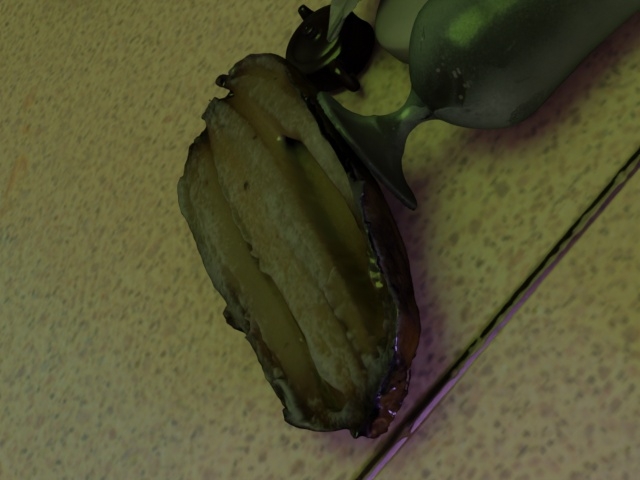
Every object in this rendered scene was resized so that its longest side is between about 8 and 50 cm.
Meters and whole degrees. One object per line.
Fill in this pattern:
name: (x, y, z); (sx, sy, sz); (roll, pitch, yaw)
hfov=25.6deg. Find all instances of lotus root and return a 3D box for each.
lotus root: (0.001, 0.001, 0.956); (0.167, 0.078, 0.329); (-59, 38, 29)

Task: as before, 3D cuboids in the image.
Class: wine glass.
wine glass: (0.116, -0.130, 0.911); (0.231, 0.103, 0.103); (-40, 43, 11)

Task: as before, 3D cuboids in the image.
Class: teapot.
teapot: (0.005, -0.147, 1.067); (0.068, 0.045, 0.100); (-42, 42, 15)

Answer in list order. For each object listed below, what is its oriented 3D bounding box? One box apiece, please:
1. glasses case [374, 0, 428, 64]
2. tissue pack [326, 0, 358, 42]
glasses case: (0.112, -0.230, 1.013); (0.092, 0.059, 0.233); (7, 68, 53)
tissue pack: (0.052, -0.246, 1.052); (0.122, 0.026, 0.193); (-52, 16, 45)
